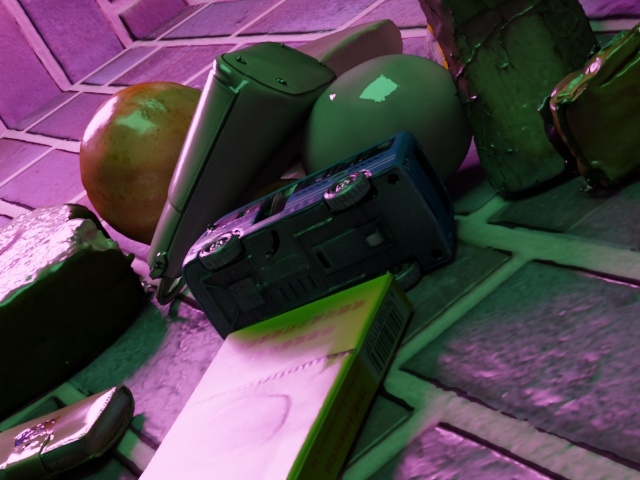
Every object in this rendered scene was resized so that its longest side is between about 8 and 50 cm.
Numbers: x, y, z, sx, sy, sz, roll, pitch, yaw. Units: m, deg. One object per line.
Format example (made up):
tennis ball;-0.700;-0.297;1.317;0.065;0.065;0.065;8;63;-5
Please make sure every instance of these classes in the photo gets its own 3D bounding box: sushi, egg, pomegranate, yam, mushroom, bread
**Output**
sushi;0.318;-0.170;1.305;0.291;0.139;0.131;-34;11;0
egg;0.063;-0.107;1.522;0.209;0.151;0.151;-23;19;46
pomegranate;-0.191;-0.094;1.809;0.207;0.207;0.207;-29;19;11
yam;0.190;-0.180;1.424;0.154;0.254;0.154;-23;-2;-1
mushroom;-0.081;-0.159;1.917;0.407;0.137;0.154;-23;32;32
bread;-0.369;0.075;1.785;0.382;0.129;0.366;-20;22;32

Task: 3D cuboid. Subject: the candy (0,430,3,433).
candy;-0.466;0.217;1.598;0.271;0.143;0.101;-23;56;32

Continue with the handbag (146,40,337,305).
handbag;-0.094;-0.053;1.611;0.241;0.109;0.315;-32;-34;-66

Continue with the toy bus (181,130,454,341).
toy bus;0.000;0.000;1.408;0.246;0.113;0.134;-25;20;21

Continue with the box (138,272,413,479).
box;-0.050;0.155;1.201;0.187;0.047;0.335;-21;20;29

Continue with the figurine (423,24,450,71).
figurine;0.208;-0.240;1.744;0.178;0.109;0.129;-24;-2;15

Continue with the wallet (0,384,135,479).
wallet;-0.260;0.200;1.437;0.155;0.039;0.110;-24;17;23

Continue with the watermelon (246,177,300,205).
watermelon;-0.030;-0.009;1.538;0.105;0.105;0.062;-27;-23;16
